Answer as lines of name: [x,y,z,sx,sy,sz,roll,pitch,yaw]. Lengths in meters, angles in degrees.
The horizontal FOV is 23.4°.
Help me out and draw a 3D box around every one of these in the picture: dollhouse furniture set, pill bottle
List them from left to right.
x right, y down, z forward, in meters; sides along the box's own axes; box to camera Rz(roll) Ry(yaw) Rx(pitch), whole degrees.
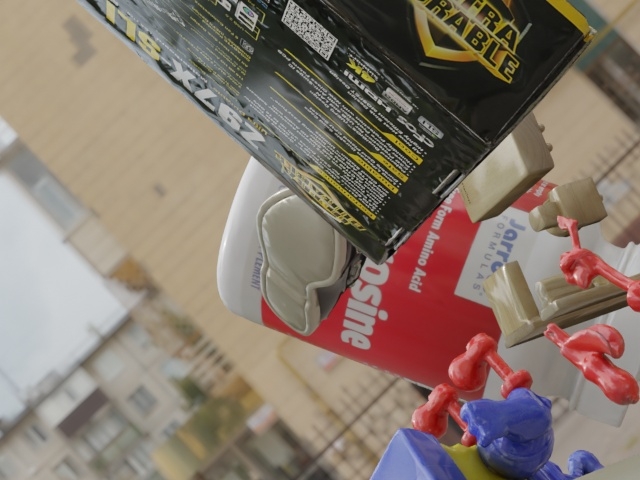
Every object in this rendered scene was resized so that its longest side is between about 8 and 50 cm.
pill bottle: [0.125,0.030,1.500,0.229,0.407,0.229,20,-90,-78]
dollhouse furniture set: [0.199,-0.019,1.235,0.123,0.151,0.144,-16,-14,-22]

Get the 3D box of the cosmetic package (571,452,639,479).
cosmetic package: [0.060,0.123,0.378,0.309,0.113,0.160,-22,-8,9]

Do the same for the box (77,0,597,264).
box: [-0.045,-0.139,0.746,0.079,0.322,0.257,-48,-2,-13]

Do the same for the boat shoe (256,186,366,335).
boat shoe: [0.000,0.000,1.114,0.065,0.075,0.206,-43,-14,-22]

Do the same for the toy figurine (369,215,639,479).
toy figurine: [0.057,0.166,0.918,0.217,0.191,0.363,-2,-48,-43]
